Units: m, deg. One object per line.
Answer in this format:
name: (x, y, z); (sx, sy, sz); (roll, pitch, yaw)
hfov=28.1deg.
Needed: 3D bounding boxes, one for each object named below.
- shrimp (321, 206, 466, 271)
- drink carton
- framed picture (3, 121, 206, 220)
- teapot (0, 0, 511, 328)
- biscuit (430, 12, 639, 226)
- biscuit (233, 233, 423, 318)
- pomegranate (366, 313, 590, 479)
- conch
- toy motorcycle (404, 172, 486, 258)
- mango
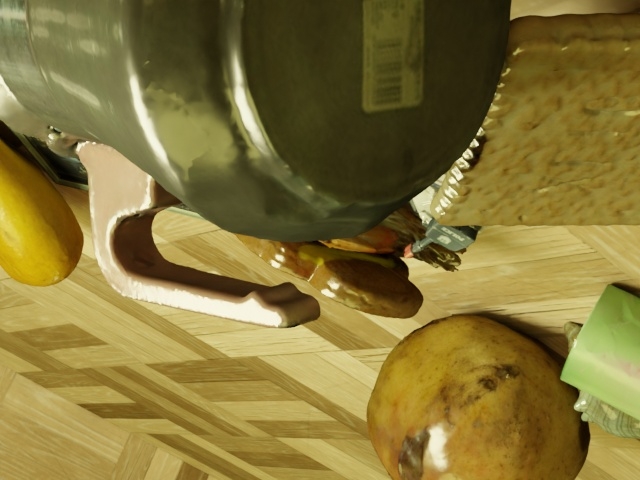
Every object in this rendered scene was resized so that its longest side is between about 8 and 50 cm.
shrimp: (0.041, -0.023, 1.340); (0.249, 0.150, 0.068); (17, 120, -16)
drink carton: (0.345, 0.126, 1.365); (0.142, 0.144, 0.146); (28, 147, 18)
framed picture: (-0.255, -0.097, 1.573); (0.296, 0.019, 0.232); (13, 157, 23)
teapot: (-0.080, -0.129, 0.906); (0.305, 0.376, 0.362); (-14, -161, -42)
biscuit: (0.215, -0.087, 1.025); (0.217, 0.044, 0.325); (-1, 158, -5)
biscuit: (0.000, 0.000, 1.388); (0.208, 0.041, 0.290); (10, -160, -43)
pomegranate: (0.195, 0.230, 1.587); (0.281, 0.281, 0.281); (19, 159, 8)
conch: (0.377, 0.171, 1.478); (0.234, 0.137, 0.114); (26, -174, 13)
toy motorcycle: (0.066, -0.066, 1.228); (0.221, 0.102, 0.150); (28, 146, -12)
mango: (-0.401, -0.047, 1.661); (0.176, 0.119, 0.317); (57, 176, 43)
